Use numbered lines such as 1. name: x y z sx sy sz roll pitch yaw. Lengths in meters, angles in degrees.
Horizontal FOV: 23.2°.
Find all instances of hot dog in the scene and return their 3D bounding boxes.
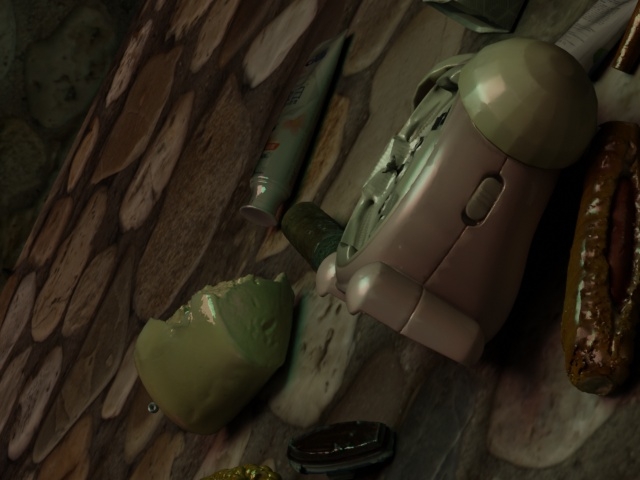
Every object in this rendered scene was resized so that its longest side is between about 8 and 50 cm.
1. hot dog: 0.269 0.009 1.471 0.083 0.068 0.289 -44 31 54

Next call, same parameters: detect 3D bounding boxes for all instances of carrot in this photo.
1. carrot: 0.332 -0.218 1.614 0.093 0.032 0.032 -66 22 11

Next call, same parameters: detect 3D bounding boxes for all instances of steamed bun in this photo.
1. steamed bun: -0.145 0.130 2.101 0.225 0.170 0.200 -46 24 35

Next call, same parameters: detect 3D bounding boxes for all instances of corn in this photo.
1. corn: -0.132 0.344 1.952 0.291 0.101 0.101 -34 37 56

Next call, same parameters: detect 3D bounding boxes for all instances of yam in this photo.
1. yam: 0.000 0.000 2.054 0.068 0.068 0.169 -61 22 8

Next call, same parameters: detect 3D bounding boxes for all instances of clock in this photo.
1. clock: 0.144 -0.051 1.619 0.326 0.184 0.342 -65 13 -2

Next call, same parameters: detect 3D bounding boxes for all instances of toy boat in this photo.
1. toy boat: 0.024 0.242 1.761 0.140 0.066 0.059 -12 38 27

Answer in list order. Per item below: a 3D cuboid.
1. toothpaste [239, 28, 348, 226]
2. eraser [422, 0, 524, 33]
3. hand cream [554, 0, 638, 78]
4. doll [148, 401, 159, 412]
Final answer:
1. toothpaste: -0.035 -0.172 2.318 0.100 0.066 0.323 -21 43 58
2. eraser: 0.263 -0.454 1.913 0.404 0.098 0.096 -65 24 1
3. hand cream: 0.297 -0.221 1.681 0.142 0.053 0.084 -48 25 0
4. doll: -0.196 0.181 2.293 0.096 0.070 0.195 46 109 33
